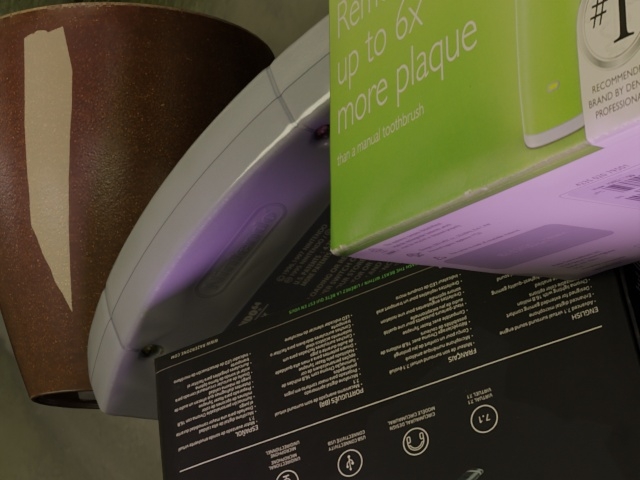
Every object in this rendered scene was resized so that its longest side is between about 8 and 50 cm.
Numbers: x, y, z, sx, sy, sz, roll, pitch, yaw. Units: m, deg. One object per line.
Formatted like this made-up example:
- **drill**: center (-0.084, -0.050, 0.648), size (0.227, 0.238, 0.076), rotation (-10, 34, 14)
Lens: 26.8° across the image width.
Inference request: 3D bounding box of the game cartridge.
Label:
- **game cartridge**: center (0.000, 0.000, 0.748), size (0.294, 0.196, 0.060), rotation (-49, 50, 30)

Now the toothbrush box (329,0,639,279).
- **toothbrush box**: center (0.099, -0.144, 0.493), size (0.206, 0.122, 0.283), rotation (-23, 63, 61)

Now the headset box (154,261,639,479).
- **headset box**: center (0.067, 0.159, 0.609), size (0.246, 0.131, 0.283), rotation (-23, 56, 21)

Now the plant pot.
- **plant pot**: center (-0.134, -0.009, 0.889), size (0.215, 0.215, 0.230), rotation (-17, 70, 46)
